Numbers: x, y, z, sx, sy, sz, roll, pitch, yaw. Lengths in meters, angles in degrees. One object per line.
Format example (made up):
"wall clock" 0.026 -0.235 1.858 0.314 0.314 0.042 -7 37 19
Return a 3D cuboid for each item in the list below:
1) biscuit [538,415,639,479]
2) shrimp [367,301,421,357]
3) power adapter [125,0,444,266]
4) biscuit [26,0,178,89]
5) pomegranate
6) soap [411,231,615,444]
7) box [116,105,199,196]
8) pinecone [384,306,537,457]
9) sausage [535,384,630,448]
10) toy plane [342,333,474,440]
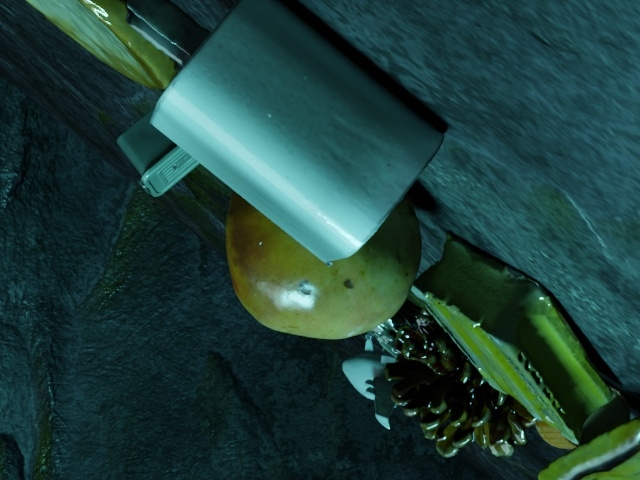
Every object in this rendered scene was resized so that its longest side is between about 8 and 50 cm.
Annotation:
"biscuit" 0.336 0.227 1.557 0.183 0.039 0.174 13 145 -32
"shrimp" 0.048 0.077 2.125 0.289 0.075 0.178 36 -179 13
"power adapter" -0.046 -0.107 1.187 0.255 0.124 0.187 40 171 -5
"biscuit" -0.237 -0.238 1.638 0.204 0.040 0.309 40 173 -12
"pomegranate" 0.003 -0.001 1.406 0.191 0.191 0.191 38 173 5
"soap" 0.192 0.098 1.491 0.135 0.076 0.233 32 170 42
"box" -0.182 -0.119 1.838 0.069 0.122 0.084 49 175 15
"pinecone" 0.159 0.157 1.721 0.195 0.150 0.179 49 178 -36
"sausage" 0.281 0.195 1.681 0.071 0.071 0.234 38 173 2
"toy plane" 0.133 0.198 2.146 0.255 0.101 0.251 20 -161 38
